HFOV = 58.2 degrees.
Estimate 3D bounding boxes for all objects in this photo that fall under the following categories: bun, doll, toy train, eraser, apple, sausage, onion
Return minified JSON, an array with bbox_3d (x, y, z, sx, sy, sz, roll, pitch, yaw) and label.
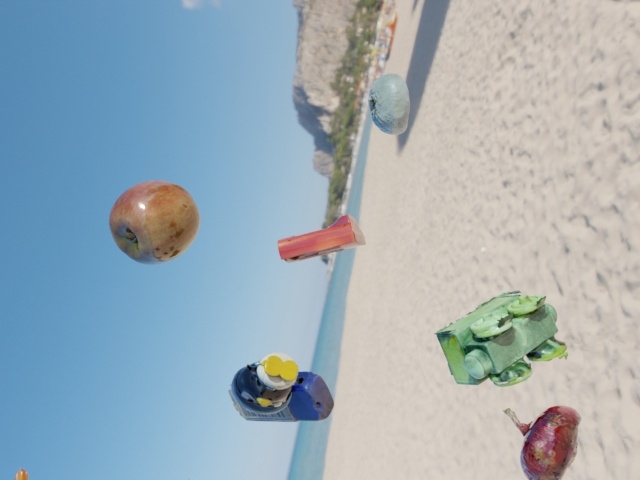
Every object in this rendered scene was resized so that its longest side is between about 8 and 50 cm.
[{"bbox_3d":[0.150,-0.303,1.290,0.141,0.083,0.140,170,90,-87],"label":"bun"},{"bbox_3d":[-0.153,0.404,1.607,0.314,0.177,0.141,123,162,-55],"label":"doll"},{"bbox_3d":[0.400,0.215,1.264,0.188,0.272,0.159,-21,93,61],"label":"toy train"},{"bbox_3d":[-0.131,0.493,1.827,0.101,0.332,0.154,-49,-58,-52],"label":"eraser"},{"bbox_3d":[-0.368,-0.043,1.293,0.174,0.188,0.188,-38,-30,-43],"label":"apple"},{"bbox_3d":[-0.685,0.566,1.316,0.107,0.031,0.031,48,135,50],"label":"sausage"},{"bbox_3d":[0.384,0.348,1.024,0.150,0.140,0.150,-39,-37,-37],"label":"onion"}]

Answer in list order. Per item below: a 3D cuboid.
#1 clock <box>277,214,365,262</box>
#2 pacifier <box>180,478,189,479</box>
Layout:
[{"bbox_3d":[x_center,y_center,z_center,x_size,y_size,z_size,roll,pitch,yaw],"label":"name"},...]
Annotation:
[{"bbox_3d":[0.000,0.000,1.114,0.113,0.155,0.061,13,-119,-76],"label":"clock"},{"bbox_3d":[-0.401,0.816,1.556,0.273,0.221,0.332,47,140,37],"label":"pacifier"}]
